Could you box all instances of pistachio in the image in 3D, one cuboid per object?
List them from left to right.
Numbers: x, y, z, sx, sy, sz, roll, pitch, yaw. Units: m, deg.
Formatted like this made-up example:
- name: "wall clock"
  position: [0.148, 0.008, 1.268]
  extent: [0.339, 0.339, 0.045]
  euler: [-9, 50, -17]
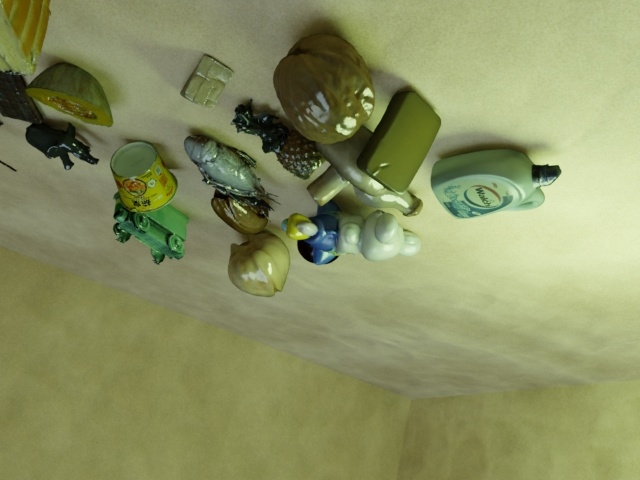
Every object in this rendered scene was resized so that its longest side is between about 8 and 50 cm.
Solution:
- name: "pistachio"
  position: [-0.217, 0.089, 2.120]
  extent: [0.238, 0.229, 0.321]
  euler: [61, 166, 3]

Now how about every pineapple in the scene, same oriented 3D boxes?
- name: "pineapple"
  position: [-0.102, -0.252, 1.473]
  extent: [0.251, 0.125, 0.125]
  euler: [32, 153, -11]

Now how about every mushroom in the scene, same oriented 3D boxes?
- name: "mushroom"
  position: [0.058, -0.165, 1.391]
  extent: [0.215, 0.207, 0.207]
  euler: [-44, 130, 12]
- name: "mushroom"
  position: [0.172, -0.121, 1.589]
  extent: [0.212, 0.088, 0.097]
  euler: [19, 154, -26]

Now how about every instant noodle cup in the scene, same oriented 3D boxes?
- name: "instant noodle cup"
  position: [-0.527, -0.193, 1.769]
  extent: [0.182, 0.182, 0.144]
  euler: [10, 147, 12]

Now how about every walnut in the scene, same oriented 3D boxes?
- name: "walnut"
  position: [-0.245, -0.099, 1.833]
  extent: [0.137, 0.137, 0.245]
  euler: [-4, 148, 37]
- name: "walnut"
  position: [0.014, -0.294, 1.182]
  extent: [0.213, 0.213, 0.213]
  euler: [13, 156, 6]

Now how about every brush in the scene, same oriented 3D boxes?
- name: "brush"
  position: [0.168, -0.207, 1.280]
  extent: [0.123, 0.197, 0.059]
  euler: [33, 173, -32]

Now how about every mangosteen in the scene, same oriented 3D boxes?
- name: "mangosteen"
  position: [0.000, 0.000, 1.912]
  extent: [0.152, 0.152, 0.152]
  euler: [13, 156, 6]

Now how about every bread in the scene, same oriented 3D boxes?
- name: "bread"
  position: [-0.588, -0.466, 1.108]
  extent: [0.111, 0.246, 0.239]
  euler: [-1, 156, -5]
- name: "bread"
  position: [-0.271, -0.367, 1.405]
  extent: [0.077, 0.105, 0.152]
  euler: [27, -175, -24]

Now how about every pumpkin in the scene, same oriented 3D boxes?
- name: "pumpkin"
  position: [-0.619, -0.375, 1.518]
  extent: [0.217, 0.110, 0.217]
  euler: [10, 168, 2]

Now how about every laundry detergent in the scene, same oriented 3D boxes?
- name: "laundry detergent"
  position: [0.421, -0.129, 1.406]
  extent: [0.280, 0.105, 0.215]
  euler: [-5, 148, 35]

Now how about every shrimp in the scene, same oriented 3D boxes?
- name: "shrimp"
  position: [-0.245, -0.177, 1.689]
  extent: [0.145, 0.116, 0.343]
  euler: [-12, 137, 47]

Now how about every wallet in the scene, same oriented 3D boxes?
- name: "wallet"
  position: [-0.855, -0.406, 1.650]
  extent: [0.124, 0.042, 0.230]
  euler: [13, 157, -1]

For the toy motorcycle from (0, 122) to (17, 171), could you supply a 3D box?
- name: "toy motorcycle"
  position: [-1.071, -0.354, 1.784]
  extent: [0.401, 0.134, 0.207]
  euler: [32, 152, -28]

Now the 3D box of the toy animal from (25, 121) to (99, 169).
- name: "toy animal"
  position: [-0.775, -0.278, 1.789]
  extent: [0.245, 0.114, 0.146]
  euler: [9, 156, 14]

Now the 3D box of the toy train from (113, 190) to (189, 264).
- name: "toy train"
  position: [-0.578, -0.052, 2.061]
  extent: [0.120, 0.202, 0.301]
  euler: [-26, 138, 23]

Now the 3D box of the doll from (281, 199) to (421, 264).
- name: "doll"
  position: [0.095, -0.028, 1.722]
  extent: [0.365, 0.187, 0.376]
  euler: [5, 156, 18]
